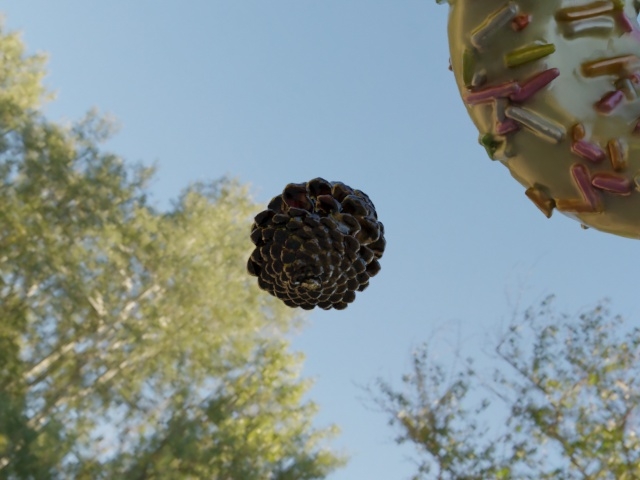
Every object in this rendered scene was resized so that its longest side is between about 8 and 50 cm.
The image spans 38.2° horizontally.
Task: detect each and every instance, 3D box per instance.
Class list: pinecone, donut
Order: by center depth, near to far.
[{"bbox_3d":[0.002,0.004,0.674,0.102,0.109,0.102,3,-82,25],"label":"pinecone"},{"bbox_3d":[0.239,-0.156,0.727,0.307,0.150,0.371,-26,-86,51],"label":"donut"}]
